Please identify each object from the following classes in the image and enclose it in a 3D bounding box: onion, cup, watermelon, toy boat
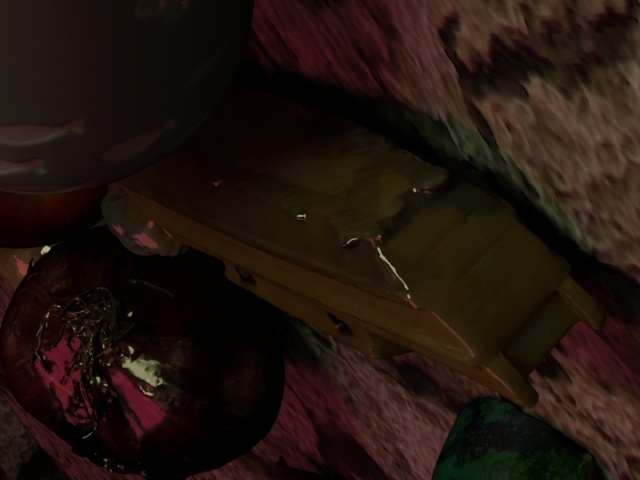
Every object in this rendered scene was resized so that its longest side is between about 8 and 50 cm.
[{"bbox_3d":[-0.144,0.100,1.541,0.281,0.221,0.281,23,175,2],"label":"onion"},{"bbox_3d":[-0.208,-0.160,0.943,0.274,0.356,0.259,84,166,-63],"label":"cup"},{"bbox_3d":[0.125,0.184,1.255,0.231,0.128,0.146,29,134,53],"label":"watermelon"},{"bbox_3d":[0.000,0.000,1.122,0.445,0.136,0.162,23,153,53],"label":"toy boat"}]

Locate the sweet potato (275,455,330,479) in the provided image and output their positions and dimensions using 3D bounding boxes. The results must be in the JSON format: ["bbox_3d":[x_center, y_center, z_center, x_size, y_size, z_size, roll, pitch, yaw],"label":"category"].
[{"bbox_3d":[0.030,0.289,1.715,0.269,0.075,0.075,24,149,47],"label":"sweet potato"}]

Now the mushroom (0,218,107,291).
[{"bbox_3d":[-0.252,0.012,1.763,0.166,0.127,0.166,38,-178,-2],"label":"mushroom"}]

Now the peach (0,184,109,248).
[{"bbox_3d":[-0.254,-0.107,1.402,0.243,0.199,0.243,52,160,27],"label":"peach"}]
